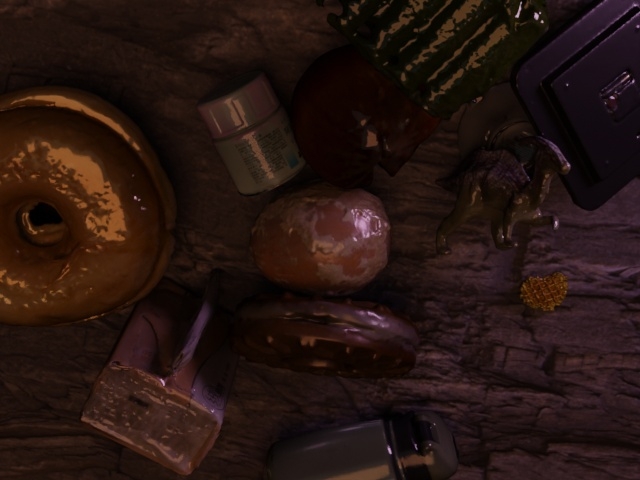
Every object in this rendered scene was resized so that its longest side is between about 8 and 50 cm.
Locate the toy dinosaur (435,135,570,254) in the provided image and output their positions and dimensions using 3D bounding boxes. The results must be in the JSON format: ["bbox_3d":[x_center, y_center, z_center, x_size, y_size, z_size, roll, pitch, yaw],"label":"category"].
[{"bbox_3d":[0.276,-0.066,1.463,0.294,0.077,0.162,-9,84,46],"label":"toy dinosaur"}]

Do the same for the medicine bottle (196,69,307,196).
[{"bbox_3d":[-0.110,-0.172,1.513,0.135,0.135,0.168,-23,111,14],"label":"medicine bottle"}]

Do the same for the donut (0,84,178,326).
[{"bbox_3d":[-0.456,-0.051,1.557,0.448,0.198,0.449,1,114,2],"label":"donut"}]

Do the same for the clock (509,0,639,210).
[{"bbox_3d":[0.446,-0.221,1.428,0.279,0.049,0.273,-39,114,-8],"label":"clock"}]

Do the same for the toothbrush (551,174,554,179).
[{"bbox_3d":[0.398,-0.209,1.457,0.037,0.028,0.375,23,94,-13],"label":"toothbrush"}]

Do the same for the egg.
[{"bbox_3d":[0.000,0.000,1.545,0.245,0.203,0.203,-7,113,14],"label":"egg"}]

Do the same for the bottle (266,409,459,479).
[{"bbox_3d":[0.083,0.417,1.749,0.346,0.168,0.169,-16,112,5],"label":"bottle"}]

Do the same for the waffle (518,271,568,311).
[{"bbox_3d":[0.393,0.088,1.657,0.085,0.016,0.078,5,114,3],"label":"waffle"}]

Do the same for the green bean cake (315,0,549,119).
[{"bbox_3d":[0.148,-0.359,1.316,0.335,0.319,0.218,45,112,-10],"label":"green bean cake"}]

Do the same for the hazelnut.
[{"bbox_3d":[0.078,-0.197,1.450,0.251,0.217,0.217,-27,110,2],"label":"hazelnut"}]

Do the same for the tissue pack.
[{"bbox_3d":[-0.237,0.192,1.589,0.238,0.305,0.239,2,114,4],"label":"tissue pack"}]

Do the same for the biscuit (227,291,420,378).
[{"bbox_3d":[0.006,0.163,1.570,0.332,0.332,0.103,8,74,0],"label":"biscuit"}]

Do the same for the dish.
[{"bbox_3d":[0.312,-0.165,1.517,0.246,0.078,0.224,43,111,-14],"label":"dish"}]
